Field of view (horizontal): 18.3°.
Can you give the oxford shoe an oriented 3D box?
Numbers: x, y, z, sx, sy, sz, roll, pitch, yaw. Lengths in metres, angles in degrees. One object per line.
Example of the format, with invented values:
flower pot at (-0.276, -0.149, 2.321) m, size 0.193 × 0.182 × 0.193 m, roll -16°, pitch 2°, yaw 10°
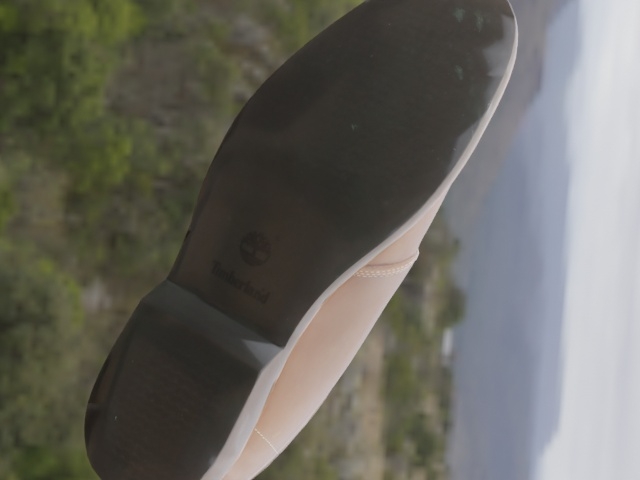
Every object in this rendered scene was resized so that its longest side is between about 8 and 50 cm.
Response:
oxford shoe at (0.000, 0.000, 0.692) m, size 0.212 × 0.076 × 0.076 m, roll -54°, pitch 153°, yaw 7°
